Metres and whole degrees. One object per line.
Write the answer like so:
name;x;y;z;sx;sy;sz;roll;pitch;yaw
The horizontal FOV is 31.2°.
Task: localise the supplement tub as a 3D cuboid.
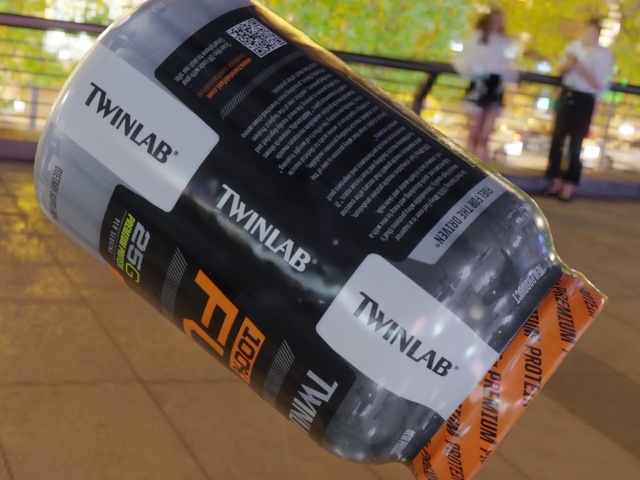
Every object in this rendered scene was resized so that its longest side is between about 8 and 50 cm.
supplement tub;0.000;0.000;0.743;0.338;0.207;0.207;37;22;14
